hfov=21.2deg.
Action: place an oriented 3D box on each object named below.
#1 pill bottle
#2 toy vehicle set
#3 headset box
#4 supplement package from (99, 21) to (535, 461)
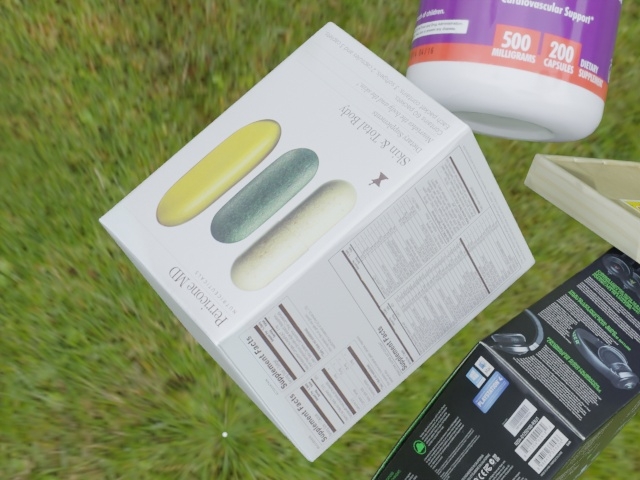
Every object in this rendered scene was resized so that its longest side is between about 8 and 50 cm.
[{"bbox_3d":[0.189,-0.260,1.546,0.181,0.181,0.323,11,85,-2],"label":"pill bottle"},{"bbox_3d":[0.346,-0.010,1.679,0.166,0.267,0.035,2,116,-40],"label":"toy vehicle set"},{"bbox_3d":[0.213,0.161,1.636,0.131,0.246,0.283,45,41,15],"label":"headset box"},{"bbox_3d":[0.000,0.000,1.441,0.262,0.198,0.199,-41,48,-7],"label":"supplement package"}]
